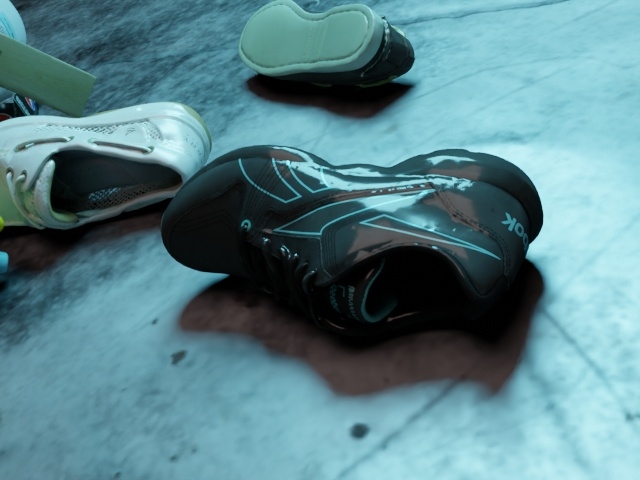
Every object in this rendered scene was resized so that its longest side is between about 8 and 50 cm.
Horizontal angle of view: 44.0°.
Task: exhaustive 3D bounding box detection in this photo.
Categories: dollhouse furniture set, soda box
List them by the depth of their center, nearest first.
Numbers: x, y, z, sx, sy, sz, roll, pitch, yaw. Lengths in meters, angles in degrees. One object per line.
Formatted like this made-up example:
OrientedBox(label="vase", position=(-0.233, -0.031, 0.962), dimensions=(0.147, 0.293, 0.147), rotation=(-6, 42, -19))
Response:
OrientedBox(label="dollhouse furniture set", position=(-0.359, -0.145, 0.864), dimensions=(0.123, 0.144, 0.151), rotation=(26, 93, 48))
OrientedBox(label="soda box", position=(-0.398, -0.179, 1.008), dimensions=(0.060, 0.053, 0.169), rotation=(-25, 34, -3))

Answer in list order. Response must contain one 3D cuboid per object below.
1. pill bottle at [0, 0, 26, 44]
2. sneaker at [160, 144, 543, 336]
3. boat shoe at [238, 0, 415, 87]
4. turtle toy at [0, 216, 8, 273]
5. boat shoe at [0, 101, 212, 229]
OrientedBox(label="pill bottle", position=(-0.544, -0.250, 1.104), dimensions=(0.146, 0.146, 0.264), rotation=(-3, 39, 27))
OrientedBox(label="sneaker", position=(0.000, 0.000, 0.506), dimensions=(0.267, 0.101, 0.106), rotation=(-3, 42, 27))
OrientedBox(label="boat shoe", position=(-0.002, -0.192, 0.795), dimensions=(0.228, 0.069, 0.081), rotation=(22, 94, 51))
OrientedBox(label="turtle toy", position=(-0.326, 0.022, 0.688), dimensions=(0.130, 0.066, 0.095), rotation=(4, 43, 34))
OrientedBox(label="boat shoe", position=(-0.239, -0.056, 0.716), dimensions=(0.277, 0.098, 0.096), rotation=(-12, 35, 13))
